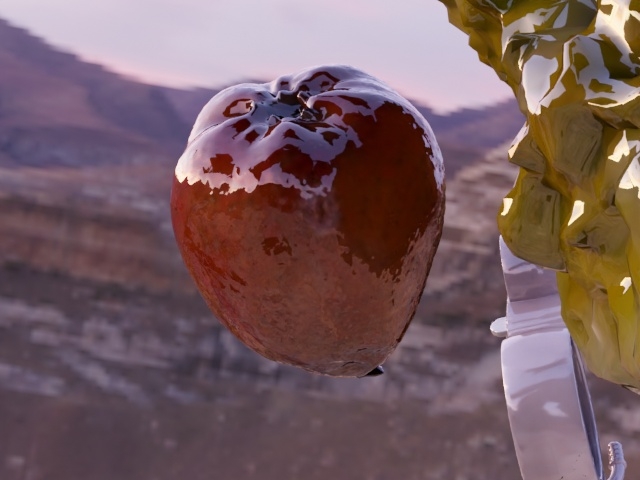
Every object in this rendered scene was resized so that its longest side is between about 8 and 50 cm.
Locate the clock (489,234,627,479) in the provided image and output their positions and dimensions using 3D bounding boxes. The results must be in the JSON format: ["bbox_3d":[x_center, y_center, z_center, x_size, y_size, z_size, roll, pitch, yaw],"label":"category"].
[{"bbox_3d":[0.091,0.053,0.695,0.041,0.087,0.129,-12,40,12],"label":"clock"}]

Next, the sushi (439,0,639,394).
[{"bbox_3d":[0.210,-0.037,0.380,0.240,0.351,0.396,46,8,-28],"label":"sushi"}]

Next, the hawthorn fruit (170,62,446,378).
[{"bbox_3d":[0.000,0.000,0.506,0.081,0.093,0.081,-12,30,7],"label":"hawthorn fruit"}]
